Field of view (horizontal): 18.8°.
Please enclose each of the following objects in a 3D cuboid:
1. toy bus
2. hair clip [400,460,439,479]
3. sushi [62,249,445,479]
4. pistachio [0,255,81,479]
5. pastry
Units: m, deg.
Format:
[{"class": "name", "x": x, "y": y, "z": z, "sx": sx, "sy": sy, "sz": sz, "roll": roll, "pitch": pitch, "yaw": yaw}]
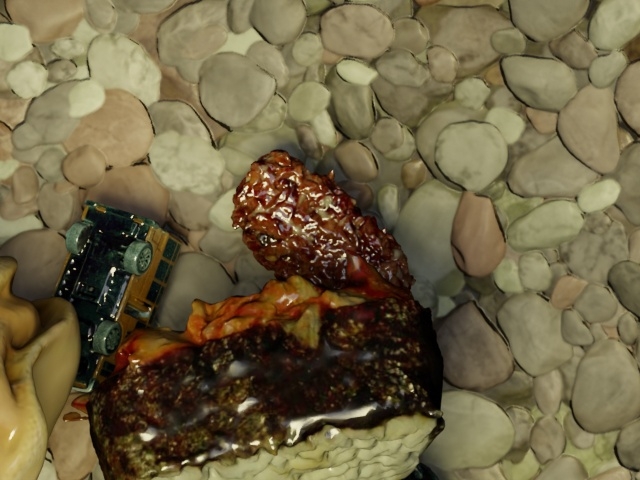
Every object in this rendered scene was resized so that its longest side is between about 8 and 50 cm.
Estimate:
[{"class": "toy bus", "x": -0.215, "y": 0.064, "z": 1.922, "sx": 0.091, "sy": 0.103, "sz": 0.182, "roll": 17, "pitch": 82, "yaw": 22}, {"class": "hair clip", "x": -0.023, "y": 0.216, "z": 1.883, "sx": 0.310, "sy": 0.206, "sz": 0.194, "roll": 29, "pitch": 81, "yaw": -4}, {"class": "sushi", "x": -0.058, "y": 0.150, "z": 1.715, "sx": 0.343, "sy": 0.196, "sz": 0.182, "roll": -13, "pitch": 56, "yaw": -1}, {"class": "pistachio", "x": -0.372, "y": 0.167, "z": 1.725, "sx": 0.365, "sy": 0.445, "sz": 0.281, "roll": -45, "pitch": 108, "yaw": -3}, {"class": "pastry", "x": -0.001, "y": 0.001, "z": 1.961, "sx": 0.208, "sy": 0.097, "sz": 0.115, "roll": 41, "pitch": 75, "yaw": -4}]
